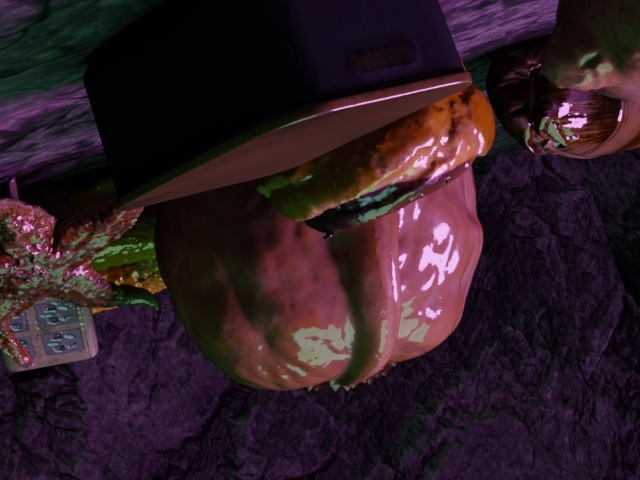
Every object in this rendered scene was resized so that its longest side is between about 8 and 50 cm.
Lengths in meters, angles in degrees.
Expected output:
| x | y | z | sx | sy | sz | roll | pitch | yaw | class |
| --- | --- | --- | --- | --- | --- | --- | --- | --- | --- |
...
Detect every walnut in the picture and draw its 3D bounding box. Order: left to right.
| x | y | z | sx | sy | sz | roll | pitch | yaw | class |
| --- | --- | --- | --- | --- | --- | --- | --- | --- | --- |
| 0.000 | 0.000 | 1.257 | 0.296 | 0.285 | 0.285 | -12 | 177 | -15 | walnut |

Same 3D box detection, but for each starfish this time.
| x | y | z | sx | sy | sz | roll | pitch | yaw | class |
| --- | --- | --- | --- | --- | --- | --- | --- | --- | --- |
| -0.232 | 0.023 | 1.157 | 0.277 | 0.062 | 0.236 | 9 | 135 | -42 | starfish |

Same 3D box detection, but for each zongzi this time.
| x | y | z | sx | sy | sz | roll | pitch | yaw | class |
| --- | --- | --- | --- | --- | --- | --- | --- | --- | --- |
| 0.241 | -0.149 | 1.522 | 0.286 | 0.134 | 0.288 | -9 | 180 | -39 | zongzi |

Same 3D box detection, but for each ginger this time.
| x | y | z | sx | sy | sz | roll | pitch | yaw | class |
| --- | --- | --- | --- | --- | --- | --- | --- | --- | --- |
| 0.234 | -0.156 | 0.913 | 0.190 | 0.126 | 0.354 | -40 | 172 | 11 | ginger |

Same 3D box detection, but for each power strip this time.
| x | y | z | sx | sy | sz | roll | pitch | yaw | class |
| --- | --- | --- | --- | --- | --- | --- | --- | --- | --- |
| -0.258 | 0.031 | 1.240 | 0.092 | 0.034 | 0.268 | -9 | 142 | -9 | power strip |

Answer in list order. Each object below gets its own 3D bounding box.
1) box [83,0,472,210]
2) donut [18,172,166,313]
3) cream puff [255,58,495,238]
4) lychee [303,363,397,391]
| x | y | z | sx | sy | sz | roll | pitch | yaw | class |
| --- | --- | --- | --- | --- | --- | --- | --- | --- | --- |
| -0.031 | -0.091 | 0.769 | 0.144 | 0.090 | 0.201 | -17 | 178 | -37 | box |
| -0.231 | -0.003 | 1.380 | 0.253 | 0.118 | 0.253 | -18 | 164 | -5 | donut |
| 0.027 | -0.084 | 1.007 | 0.189 | 0.129 | 0.189 | -25 | -175 | 2 | cream puff |
| -0.014 | 0.036 | 1.671 | 0.330 | 0.306 | 0.306 | -12 | 179 | 3 | lychee |
